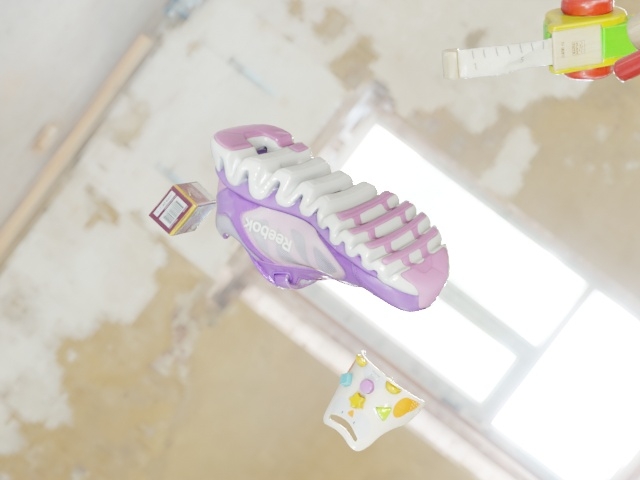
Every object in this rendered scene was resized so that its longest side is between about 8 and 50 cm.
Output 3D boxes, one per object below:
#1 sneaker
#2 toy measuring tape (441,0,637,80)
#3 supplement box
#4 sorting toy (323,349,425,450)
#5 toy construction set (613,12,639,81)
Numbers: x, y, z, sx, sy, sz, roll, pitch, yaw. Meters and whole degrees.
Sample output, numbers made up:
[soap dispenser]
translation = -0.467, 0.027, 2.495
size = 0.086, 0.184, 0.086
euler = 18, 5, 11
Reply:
[sneaker]
translation = 0.000, 0.000, 1.195
size = 0.095, 0.236, 0.104
euler = -17, 132, -47
[toy measuring tape]
translation = 0.292, -0.259, 1.958
size = 0.330, 0.121, 0.121
euler = -11, 161, -18
[supplement box]
translation = -0.173, -0.041, 1.906
size = 0.055, 0.043, 0.083
euler = -50, 171, 14
[sorting toy]
translation = 0.040, 0.154, 1.399
size = 0.075, 0.083, 0.045
euler = -54, 151, 5
[toy construction set]
translation = 0.409, -0.306, 1.443
size = 0.237, 0.257, 0.309
euler = -23, -137, 52
